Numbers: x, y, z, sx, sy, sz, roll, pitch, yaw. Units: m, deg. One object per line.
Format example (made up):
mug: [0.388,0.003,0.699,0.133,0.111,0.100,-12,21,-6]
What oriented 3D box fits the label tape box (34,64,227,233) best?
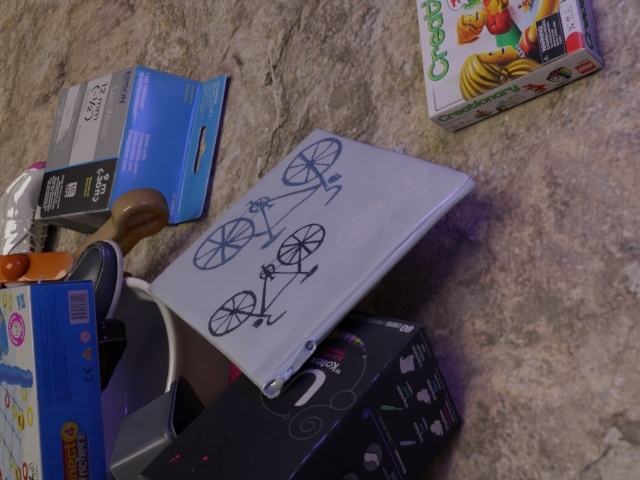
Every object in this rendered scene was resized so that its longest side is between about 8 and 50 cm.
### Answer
label tape box: [-0.322,-0.151,1.338,0.348,0.115,0.249,-5,72,44]

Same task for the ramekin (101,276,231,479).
ramekin: [-0.240,0.200,1.118,0.277,0.135,0.277,-18,63,39]

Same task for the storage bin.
storage bin: [-0.179,0.235,0.919,0.091,0.098,0.135,-28,18,4]

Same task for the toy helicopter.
toy helicopter: [-0.369,0.035,1.228,0.355,0.235,0.140,-41,51,25]

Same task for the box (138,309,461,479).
box: [-0.011,0.205,0.797,0.165,0.143,0.270,5,39,45]

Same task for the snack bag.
snack bag: [-0.019,0.000,0.925,0.323,0.037,0.342,-44,33,-14]

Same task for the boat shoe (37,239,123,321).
boat shoe: [-0.354,0.111,1.105,0.095,0.079,0.254,38,103,43]

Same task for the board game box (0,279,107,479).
board game box: [-0.394,0.214,1.005,0.302,0.086,0.308,-9,85,40]

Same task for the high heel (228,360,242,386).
high heel: [-0.088,0.250,0.921,0.127,0.181,0.377,-37,53,29]

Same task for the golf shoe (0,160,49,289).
golf shoe: [-0.557,0.001,1.526,0.140,0.115,0.306,35,102,27]

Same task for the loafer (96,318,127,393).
loafer: [-0.304,0.191,1.040,0.078,0.080,0.220,50,119,30]

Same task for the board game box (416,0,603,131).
board game box: [0.203,-0.300,0.935,0.193,0.053,0.305,-21,62,37]
